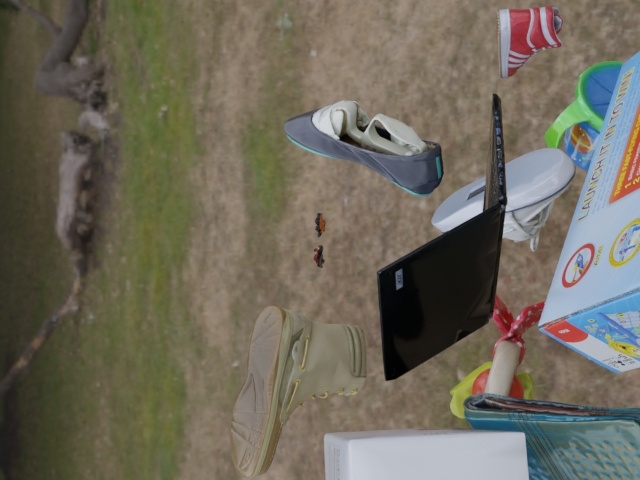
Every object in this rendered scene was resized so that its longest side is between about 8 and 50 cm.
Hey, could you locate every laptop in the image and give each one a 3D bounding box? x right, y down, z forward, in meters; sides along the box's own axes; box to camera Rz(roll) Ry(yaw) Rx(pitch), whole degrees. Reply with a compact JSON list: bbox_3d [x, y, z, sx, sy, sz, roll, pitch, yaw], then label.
[{"bbox_3d":[0.145,0.000,0.997,0.234,0.137,0.264,82,-169,-52],"label":"laptop"}]

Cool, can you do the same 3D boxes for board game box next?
[{"bbox_3d":[0.322,-0.075,0.635,0.308,0.086,0.302,-65,9,-24],"label":"board game box"}]

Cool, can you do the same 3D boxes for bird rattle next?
[{"bbox_3d":[0.294,0.217,1.321,0.207,0.143,0.253,-60,-13,-50],"label":"bird rattle"}]

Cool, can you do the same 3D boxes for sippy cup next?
[{"bbox_3d":[0.727,-0.292,2.121,0.224,0.306,0.240,98,-172,-58],"label":"sippy cup"}]

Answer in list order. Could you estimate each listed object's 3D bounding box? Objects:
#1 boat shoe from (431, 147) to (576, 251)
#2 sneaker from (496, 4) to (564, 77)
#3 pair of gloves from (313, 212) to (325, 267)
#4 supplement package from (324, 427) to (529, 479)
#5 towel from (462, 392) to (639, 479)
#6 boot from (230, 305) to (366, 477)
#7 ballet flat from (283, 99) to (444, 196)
[{"bbox_3d":[0.376,-0.050,1.611,0.367,0.156,0.135,-29,24,55],"label":"boat shoe"},{"bbox_3d":[0.217,-0.205,0.872,0.118,0.067,0.042,47,-141,-72],"label":"sneaker"},{"bbox_3d":[0.000,0.000,1.281,0.074,0.010,0.083,47,-135,-79],"label":"pair of gloves"},{"bbox_3d":[0.104,0.295,0.913,0.293,0.178,0.175,112,157,-77],"label":"supplement package"},{"bbox_3d":[0.344,0.329,0.980,0.271,0.040,0.370,-10,118,55],"label":"towel"},{"bbox_3d":[-0.029,0.246,1.329,0.095,0.204,0.261,3,80,49],"label":"boot"},{"bbox_3d":[0.049,-0.119,0.946,0.203,0.074,0.074,27,120,22],"label":"ballet flat"}]
